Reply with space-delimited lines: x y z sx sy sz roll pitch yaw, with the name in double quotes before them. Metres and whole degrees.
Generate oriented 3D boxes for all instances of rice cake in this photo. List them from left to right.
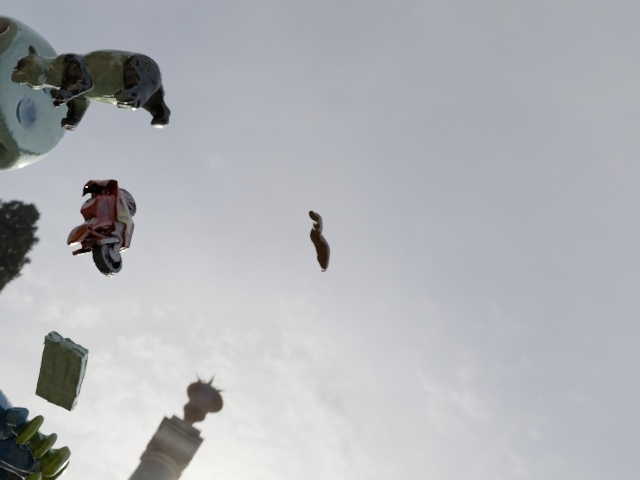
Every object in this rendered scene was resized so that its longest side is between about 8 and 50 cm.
"rice cake" -0.664 0.341 1.394 0.124 0.038 0.211 28 -66 0

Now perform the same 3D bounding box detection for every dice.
"dice" -0.755 -0.332 1.235 0.268 0.262 0.264 5 -39 6

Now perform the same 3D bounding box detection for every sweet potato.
"sweet potato" -0.004 -0.001 1.230 0.044 0.044 0.179 2 -52 16

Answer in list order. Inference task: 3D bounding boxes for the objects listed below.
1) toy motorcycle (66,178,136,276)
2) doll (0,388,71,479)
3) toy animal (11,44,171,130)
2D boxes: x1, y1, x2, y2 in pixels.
"toy motorcycle" -0.526 -0.049 1.334 0.089 0.298 0.171 -17 -48 10
"doll" -0.427 0.191 0.610 0.346 0.099 0.341 10 -51 29
"toy animal" -0.352 -0.244 0.850 0.225 0.121 0.094 -6 -18 -20
